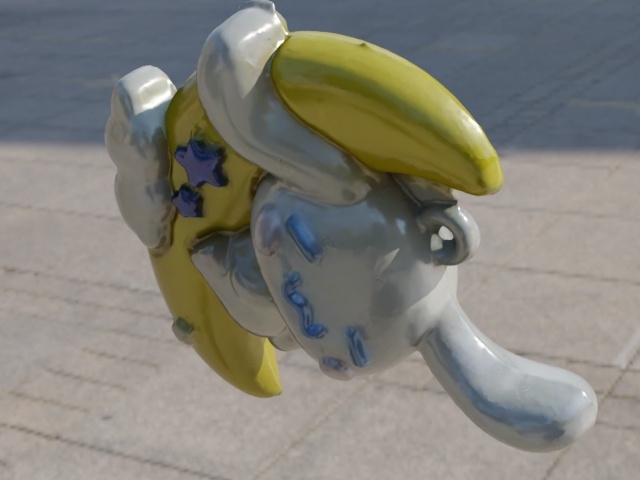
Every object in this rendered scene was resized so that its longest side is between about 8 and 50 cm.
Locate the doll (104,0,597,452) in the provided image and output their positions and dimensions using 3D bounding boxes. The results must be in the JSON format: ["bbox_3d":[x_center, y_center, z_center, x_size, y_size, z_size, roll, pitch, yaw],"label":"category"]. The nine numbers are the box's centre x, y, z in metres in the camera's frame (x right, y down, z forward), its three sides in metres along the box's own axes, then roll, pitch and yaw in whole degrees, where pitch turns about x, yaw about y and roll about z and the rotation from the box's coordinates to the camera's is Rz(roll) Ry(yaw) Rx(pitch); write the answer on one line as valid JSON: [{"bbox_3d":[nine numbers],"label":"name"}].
[{"bbox_3d":[0.000,0.000,0.609,0.237,0.252,0.111,-9,20,35],"label":"doll"}]
